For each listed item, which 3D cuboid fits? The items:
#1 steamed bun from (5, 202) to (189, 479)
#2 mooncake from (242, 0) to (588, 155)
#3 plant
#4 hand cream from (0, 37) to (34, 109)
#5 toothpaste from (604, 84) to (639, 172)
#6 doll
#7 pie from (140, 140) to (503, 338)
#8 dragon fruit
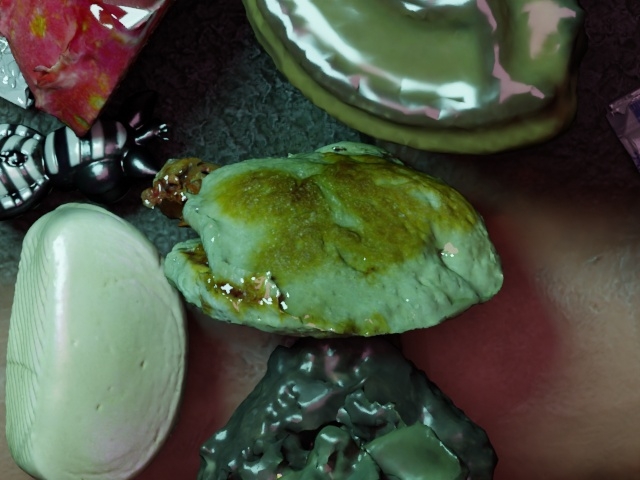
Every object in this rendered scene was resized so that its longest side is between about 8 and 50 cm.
[{"bbox_3d":[-0.183,0.091,1.625,0.152,0.170,0.239,8,89,-21],"label":"steamed bun"},{"bbox_3d":[0.121,-0.267,1.593,0.393,0.246,0.394,-36,83,6],"label":"mooncake"},{"bbox_3d":[0.015,0.188,1.534,0.213,0.312,0.215,41,92,7],"label":"plant"},{"bbox_3d":[-0.227,-0.240,1.697,0.084,0.050,0.257,31,90,6],"label":"hand cream"},{"bbox_3d":[0.360,-0.023,1.660,0.099,0.068,0.282,-21,75,-29],"label":"toothpaste"},{"bbox_3d":[-0.234,-0.068,1.677,0.219,0.067,0.091,-12,65,9],"label":"doll"},{"bbox_3d":[0.006,0.004,1.579,0.274,0.257,0.105,-8,124,-19],"label":"pie"},{"bbox_3d":[-0.172,-0.233,1.605,0.163,0.189,0.262,41,75,-32],"label":"dragon fruit"}]
